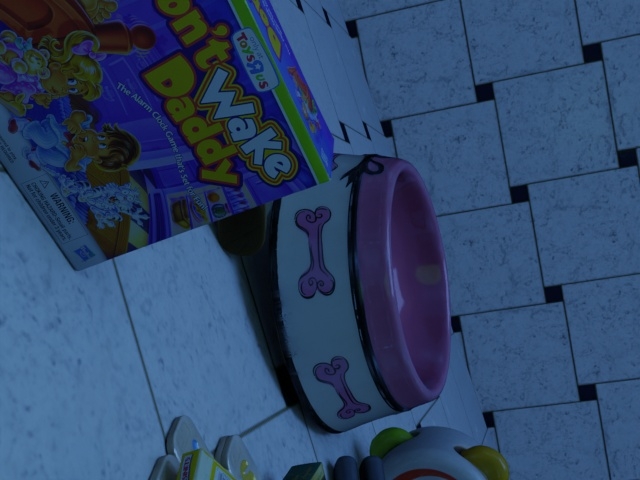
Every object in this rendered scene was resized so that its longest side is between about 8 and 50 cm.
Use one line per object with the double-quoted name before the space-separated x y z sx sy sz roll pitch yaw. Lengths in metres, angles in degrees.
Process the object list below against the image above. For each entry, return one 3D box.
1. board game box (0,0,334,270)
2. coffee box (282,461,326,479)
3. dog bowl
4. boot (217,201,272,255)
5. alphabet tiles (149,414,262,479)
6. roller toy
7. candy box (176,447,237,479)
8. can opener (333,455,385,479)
"board game box" -0.164 -0.165 0.626 0.078 0.234 0.347 -86 152 -58
"coffee box" -0.006 0.340 0.889 0.113 0.041 0.184 -11 87 -77
"dog bowl" 0.076 0.062 1.196 0.408 0.151 0.407 -8 90 -71
"boot" -0.085 -0.110 1.050 0.165 0.077 0.213 -88 -174 -58
"alphabet tiles" -0.081 0.309 0.763 0.284 0.021 0.277 -76 145 -65
"roller toy" 0.169 0.382 1.238 0.146 0.210 0.191 -21 112 -75
"candy box" -0.062 0.281 0.737 0.206 0.027 0.105 53 29 -32
"can opener" 0.058 0.415 1.081 0.093 0.074 0.280 109 -20 -51
